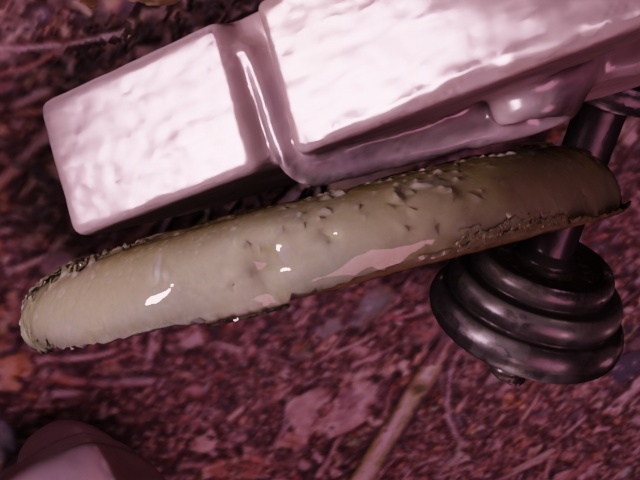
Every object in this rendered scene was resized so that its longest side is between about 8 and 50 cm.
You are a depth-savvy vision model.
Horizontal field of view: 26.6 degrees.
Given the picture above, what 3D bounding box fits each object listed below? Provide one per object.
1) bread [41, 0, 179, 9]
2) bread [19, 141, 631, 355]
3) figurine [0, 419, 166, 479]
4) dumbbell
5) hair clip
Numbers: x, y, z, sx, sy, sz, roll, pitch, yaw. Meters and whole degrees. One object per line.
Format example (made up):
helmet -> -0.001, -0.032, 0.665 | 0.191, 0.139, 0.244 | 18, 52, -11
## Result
bread -> -0.054, -0.180, 0.378 | 0.121, 0.245, 0.174 | 16, 138, -34
bread -> 0.000, 0.000, 0.591 | 0.267, 0.267, 0.040 | -13, 90, -17
figurine -> -0.148, 0.223, 0.749 | 0.200, 0.133, 0.276 | 0, 128, -31
dumbbell -> 0.133, -0.034, 0.706 | 0.110, 0.110, 0.254 | 0, 120, -27
hair clip -> 0.044, -0.073, 0.521 | 0.331, 0.085, 0.101 | -19, 178, 28
